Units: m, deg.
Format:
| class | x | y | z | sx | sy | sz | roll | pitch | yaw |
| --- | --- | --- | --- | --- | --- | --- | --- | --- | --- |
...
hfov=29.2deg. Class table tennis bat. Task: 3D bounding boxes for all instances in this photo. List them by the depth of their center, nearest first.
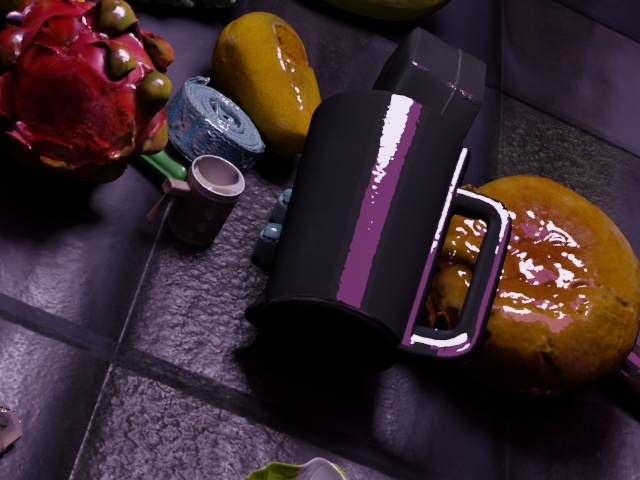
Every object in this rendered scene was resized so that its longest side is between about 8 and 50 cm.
| class | x | y | z | sx | sy | sz | roll | pitch | yaw |
| --- | --- | --- | --- | --- | --- | --- | --- | --- | --- |
| table tennis bat | -0.277 | -0.150 | 1.652 | 0.257 | 0.039 | 0.160 | 35 | 41 | 11 |

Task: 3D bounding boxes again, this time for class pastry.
| class | x | y | z | sx | sy | sz | roll | pitch | yaw |
| --- | --- | --- | --- | --- | --- | --- | --- | --- | --- |
| pastry | 0.270 | 0.054 | 1.646 | 0.355 | 0.164 | 0.356 | 5 | 42 | -5 |

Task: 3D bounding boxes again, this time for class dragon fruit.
| class | x | y | z | sx | sy | sz | roll | pitch | yaw |
| --- | --- | --- | --- | --- | --- | --- | --- | --- | --- |
| dragon fruit | -0.304 | -0.203 | 1.500 | 0.307 | 0.227 | 0.243 | 49 | -3 | 17 |

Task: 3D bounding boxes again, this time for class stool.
| class | x | y | z | sx | sy | sz | roll | pitch | yaw |
| --- | --- | --- | --- | --- | --- | --- | --- | --- | --- |
| stool | 0.146 | -0.191 | 1.850 | 0.141 | 0.232 | 0.232 | 26 | 36 | -10 |

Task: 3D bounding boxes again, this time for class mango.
| class | x | y | z | sx | sy | sz | roll | pitch | yaw |
| --- | --- | --- | --- | --- | --- | --- | --- | --- | --- |
| mango | -0.071 | -0.223 | 1.787 | 0.130 | 0.167 | 0.262 | -9 | 54 | -24 |

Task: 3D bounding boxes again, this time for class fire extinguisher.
| class | x | y | z | sx | sy | sz | roll | pitch | yaw |
| --- | --- | --- | --- | --- | --- | --- | --- | --- | --- |
| fire extinguisher | 0.453 | 0.192 | 1.721 | 0.267 | 0.089 | 0.072 | 40 | 62 | 12 |

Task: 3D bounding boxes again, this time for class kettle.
| class | x | y | z | sx | sy | sz | roll | pitch | yaw |
| --- | --- | --- | --- | --- | --- | --- | --- | --- | --- |
| kettle | 0.074 | 0.007 | 1.521 | 0.262 | 0.203 | 0.308 | 26 | 58 | -16 |

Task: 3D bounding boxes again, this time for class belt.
| class | x | y | z | sx | sy | sz | roll | pitch | yaw |
| --- | --- | --- | --- | --- | --- | --- | --- | --- | --- |
| belt | -0.150 | -0.147 | 1.677 | 0.147 | 0.082 | 0.163 | 42 | 17 | -1 |

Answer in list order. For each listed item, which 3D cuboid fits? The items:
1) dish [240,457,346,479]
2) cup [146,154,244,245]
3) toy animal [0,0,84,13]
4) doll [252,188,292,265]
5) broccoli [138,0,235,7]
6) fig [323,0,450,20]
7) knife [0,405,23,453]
| class | x | y | z | sx | sy | sz | roll | pitch | yaw |
| --- | --- | --- | --- | --- | --- | --- | --- | --- | --- |
| dish | -0.028 | 0.280 | 1.319 | 0.137 | 0.039 | 0.091 | -15 | 51 | -46 |
| cup | -0.155 | -0.043 | 1.555 | 0.074 | 0.099 | 0.102 | 41 | 38 | 14 |
| toy animal | -0.434 | -0.379 | 1.711 | 0.229 | 0.156 | 0.156 | 14 | 39 | -28 |
| doll | 0.000 | 0.000 | 1.650 | 0.158 | 0.059 | 0.159 | 31 | 35 | 3 |
| broccoli | -0.259 | -0.522 | 1.911 | 0.338 | 0.318 | 0.277 | 17 | 38 | 24 |
| fig | 0.104 | -0.511 | 2.170 | 0.326 | 0.258 | 0.258 | -12 | 52 | -23 |
| knife | -0.462 | 0.128 | 1.187 | 0.365 | 0.043 | 0.089 | 21 | 38 | -14 |
